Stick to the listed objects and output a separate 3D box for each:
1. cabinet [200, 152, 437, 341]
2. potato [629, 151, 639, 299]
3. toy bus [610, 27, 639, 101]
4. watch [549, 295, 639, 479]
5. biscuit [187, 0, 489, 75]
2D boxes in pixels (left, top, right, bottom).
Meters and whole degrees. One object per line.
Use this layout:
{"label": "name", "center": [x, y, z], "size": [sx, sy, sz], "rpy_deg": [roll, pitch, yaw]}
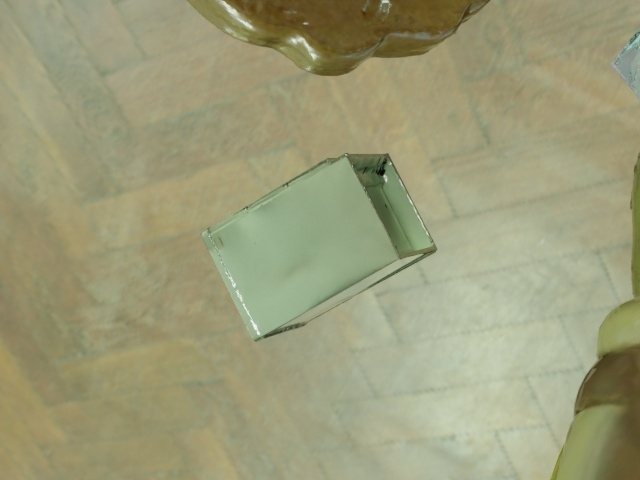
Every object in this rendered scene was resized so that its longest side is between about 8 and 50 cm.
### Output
{"label": "cabinet", "center": [0.000, 0.000, 1.438], "size": [0.206, 0.145, 0.150], "rpy_deg": [-30, 82, 21]}
{"label": "potato", "center": [0.537, -0.020, 1.678], "size": [0.219, 0.269, 0.359], "rpy_deg": [14, 105, 35]}
{"label": "toy bus", "center": [0.463, -0.130, 1.383], "size": [0.317, 0.138, 0.112], "rpy_deg": [51, 127, 16]}
{"label": "watch", "center": [0.235, 0.226, 0.506], "size": [0.326, 0.314, 0.335], "rpy_deg": [16, 138, 17]}
{"label": "biscuit", "center": [0.015, -0.330, 1.093], "size": [0.359, 0.381, 0.074], "rpy_deg": [60, 154, -5]}
